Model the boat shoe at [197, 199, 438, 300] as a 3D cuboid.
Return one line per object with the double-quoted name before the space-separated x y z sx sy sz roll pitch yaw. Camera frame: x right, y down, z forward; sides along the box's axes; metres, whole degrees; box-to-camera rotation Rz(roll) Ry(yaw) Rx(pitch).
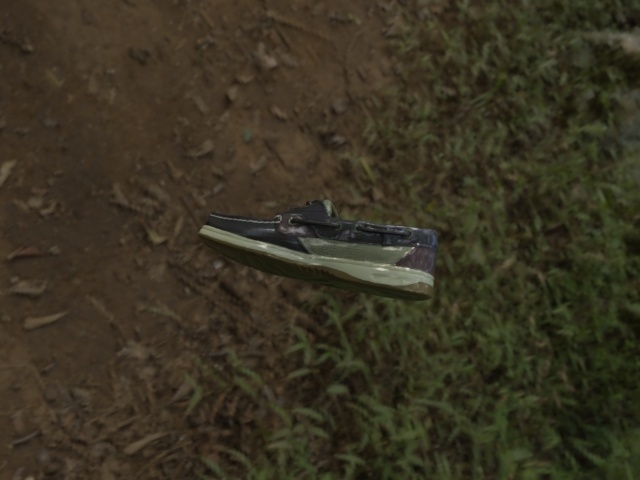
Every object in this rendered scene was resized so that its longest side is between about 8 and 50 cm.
"boat shoe" 0.000 0.000 0.997 0.080 0.223 0.074 49 56 -69
